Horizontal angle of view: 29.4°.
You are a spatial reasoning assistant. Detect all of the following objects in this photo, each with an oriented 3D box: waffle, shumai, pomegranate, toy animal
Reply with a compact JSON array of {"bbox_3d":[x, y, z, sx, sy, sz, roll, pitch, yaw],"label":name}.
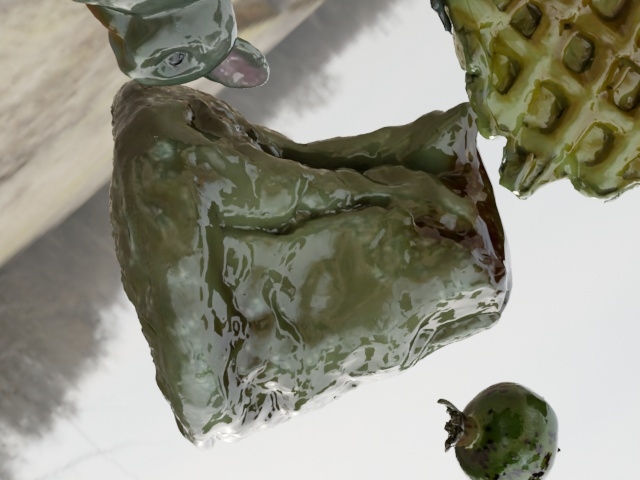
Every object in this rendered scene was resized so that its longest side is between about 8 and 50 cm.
[{"bbox_3d":[0.218,-0.182,0.836,0.297,0.317,0.073,-16,-163,-3],"label":"waffle"},{"bbox_3d":[0.000,0.000,1.075,0.324,0.324,0.397,-10,179,2],"label":"shumai"},{"bbox_3d":[0.180,0.204,1.278,0.122,0.162,0.122,-37,-137,45],"label":"pomegranate"},{"bbox_3d":[-0.101,-0.169,0.824,0.125,0.251,0.127,-30,-131,-5],"label":"toy animal"}]
